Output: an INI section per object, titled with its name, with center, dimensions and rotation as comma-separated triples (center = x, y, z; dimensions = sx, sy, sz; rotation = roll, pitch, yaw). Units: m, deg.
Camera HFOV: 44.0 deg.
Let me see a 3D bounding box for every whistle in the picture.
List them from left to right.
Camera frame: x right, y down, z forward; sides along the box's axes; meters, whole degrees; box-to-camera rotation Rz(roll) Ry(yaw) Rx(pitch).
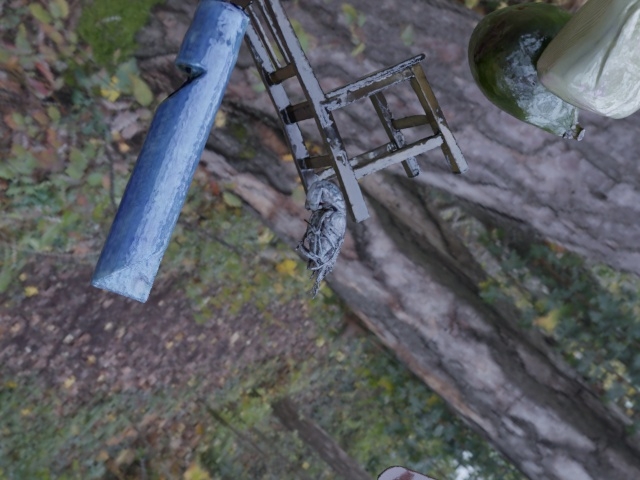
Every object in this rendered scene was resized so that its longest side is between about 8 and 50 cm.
[whistle]
center = -0.146, -0.090, 0.783
dimensions = 0.062, 0.062, 0.304
rotation = 54, 55, -80

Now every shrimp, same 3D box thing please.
[shrimp]
center = 0.000, 0.000, 1.092
dimensions = 0.056, 0.065, 0.165
rotation = 6, -95, 67

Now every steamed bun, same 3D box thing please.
[steamed bun]
center = 0.393, -0.241, 1.052
dimensions = 0.170, 0.152, 0.239
rotation = -52, -175, 21

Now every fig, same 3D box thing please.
[fig]
center = 0.346, -0.263, 1.280
dimensions = 0.195, 0.245, 0.195
rotation = -22, -166, 6

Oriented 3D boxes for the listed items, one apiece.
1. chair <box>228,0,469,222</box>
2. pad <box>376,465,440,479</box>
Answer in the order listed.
[chair]
center = 0.047, -0.266, 1.356
dimensions = 0.240, 0.416, 0.203
rotation = -25, -169, -18
[pad]
center = 0.115, 0.416, 0.929
dimensions = 0.004, 0.181, 0.267
rotation = 134, -23, -66
